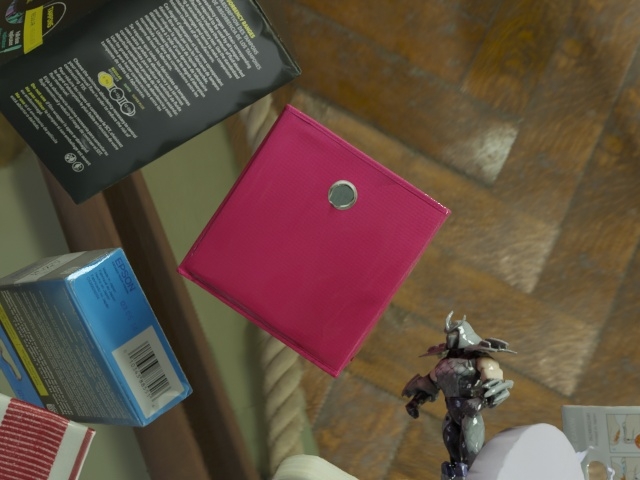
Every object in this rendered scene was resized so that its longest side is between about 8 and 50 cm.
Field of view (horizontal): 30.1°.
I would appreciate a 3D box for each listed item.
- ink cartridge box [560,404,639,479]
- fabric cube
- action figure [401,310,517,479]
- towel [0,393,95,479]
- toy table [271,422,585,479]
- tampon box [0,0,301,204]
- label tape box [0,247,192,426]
[{"bbox_3d":[0.573,0.365,1.790,0.385,0.091,0.308,-3,107,20],"label":"ink cartridge box"},{"bbox_3d":[0.000,0.000,1.601,0.254,0.259,0.258,34,93,5],"label":"fabric cube"},{"bbox_3d":[0.182,0.232,1.533,0.099,0.185,0.285,-1,83,-22],"label":"action figure"},{"bbox_3d":[-0.485,0.293,1.549,0.329,0.037,0.237,20,99,-6],"label":"towel"},{"bbox_3d":[0.085,0.250,0.846,0.161,0.274,0.252,-14,100,28],"label":"toy table"},{"bbox_3d":[-0.110,-0.124,0.722,0.161,0.120,0.101,-29,123,9],"label":"tampon box"},{"bbox_3d":[-0.365,0.145,1.754,0.106,0.334,0.240,-35,108,-37],"label":"label tape box"}]
